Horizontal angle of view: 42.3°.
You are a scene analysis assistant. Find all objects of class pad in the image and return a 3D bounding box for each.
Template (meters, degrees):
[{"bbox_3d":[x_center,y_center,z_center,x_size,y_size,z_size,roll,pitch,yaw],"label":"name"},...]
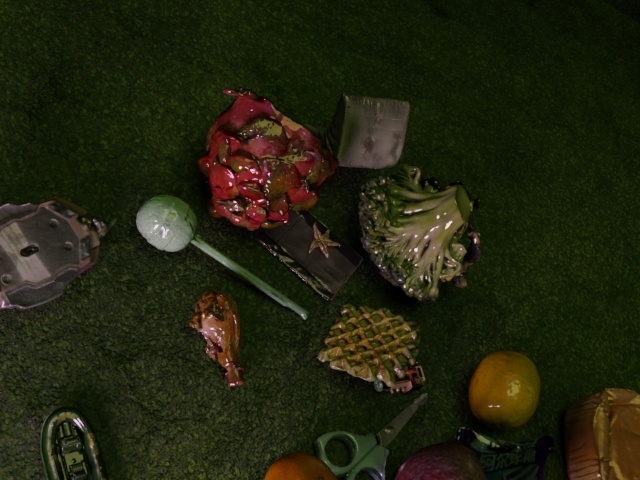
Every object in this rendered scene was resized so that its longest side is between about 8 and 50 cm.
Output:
[{"bbox_3d":[-0.024,0.021,1.948,0.233,0.022,0.174,39,51,-2],"label":"pad"}]

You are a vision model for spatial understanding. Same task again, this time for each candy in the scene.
[{"bbox_3d":[-0.200,0.046,1.791,0.440,0.119,0.119,34,50,-17],"label":"candy"},{"bbox_3d":[0.417,0.505,1.871,0.275,0.070,0.145,12,77,-25],"label":"candy"}]

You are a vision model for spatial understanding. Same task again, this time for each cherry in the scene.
[{"bbox_3d":[0.243,0.524,1.663,0.203,0.230,0.300,14,33,20],"label":"cherry"}]

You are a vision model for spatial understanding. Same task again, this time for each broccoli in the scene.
[{"bbox_3d":[0.242,-0.022,2.008,0.334,0.272,0.324,-42,127,-47],"label":"broccoli"}]

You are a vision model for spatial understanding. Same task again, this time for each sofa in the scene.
[{"bbox_3d":[0.075,-0.278,2.040,0.210,0.225,0.176,1,103,-28],"label":"sofa"}]

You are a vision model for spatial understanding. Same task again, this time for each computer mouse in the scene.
[{"bbox_3d":[-0.551,0.020,1.584,0.389,0.115,0.199,-34,99,-51],"label":"computer mouse"}]

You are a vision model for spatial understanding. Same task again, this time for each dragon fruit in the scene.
[{"bbox_3d":[-0.153,-0.154,1.848,0.314,0.296,0.263,35,85,-11],"label":"dragon fruit"}]

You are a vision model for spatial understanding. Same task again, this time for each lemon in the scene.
[{"bbox_3d":[0.428,0.346,1.920,0.170,0.170,0.207,34,50,-8],"label":"lemon"}]

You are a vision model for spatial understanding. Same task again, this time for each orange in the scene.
[{"bbox_3d":[-0.040,0.486,1.578,0.159,0.136,0.159,31,34,-24],"label":"orange"}]

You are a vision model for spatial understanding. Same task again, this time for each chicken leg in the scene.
[{"bbox_3d":[-0.203,0.199,1.693,0.101,0.085,0.207,17,54,-64],"label":"chicken leg"}]

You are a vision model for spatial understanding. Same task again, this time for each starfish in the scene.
[{"bbox_3d":[0.000,0.000,1.950,0.086,0.016,0.092,-17,75,-36],"label":"starfish"}]

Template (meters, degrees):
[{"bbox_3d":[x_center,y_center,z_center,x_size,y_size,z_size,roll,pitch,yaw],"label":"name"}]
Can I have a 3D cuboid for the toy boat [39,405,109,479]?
[{"bbox_3d":[-0.434,0.395,1.458,0.104,0.052,0.210,-9,68,-31],"label":"toy boat"}]

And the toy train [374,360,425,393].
[{"bbox_3d":[0.169,0.304,1.867,0.138,0.050,0.087,-3,67,-31],"label":"toy train"}]

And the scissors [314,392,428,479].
[{"bbox_3d":[0.134,0.429,1.784,0.360,0.029,0.191,-34,81,-39],"label":"scissors"}]

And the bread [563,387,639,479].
[{"bbox_3d":[0.696,0.506,1.988,0.204,0.156,0.288,9,60,-16],"label":"bread"}]

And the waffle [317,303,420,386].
[{"bbox_3d":[0.119,0.229,1.838,0.204,0.054,0.223,12,41,16],"label":"waffle"}]
